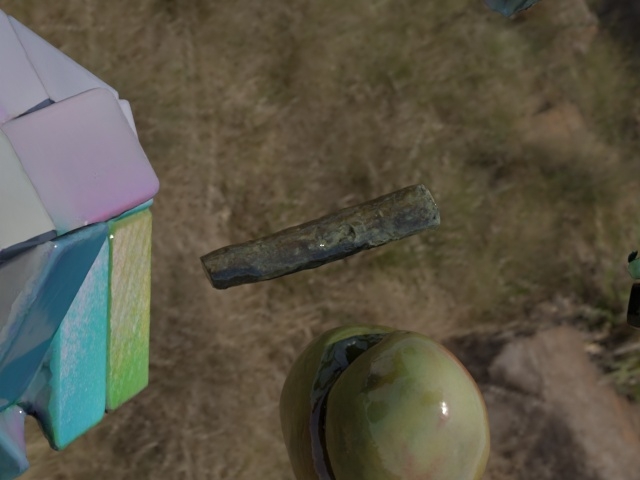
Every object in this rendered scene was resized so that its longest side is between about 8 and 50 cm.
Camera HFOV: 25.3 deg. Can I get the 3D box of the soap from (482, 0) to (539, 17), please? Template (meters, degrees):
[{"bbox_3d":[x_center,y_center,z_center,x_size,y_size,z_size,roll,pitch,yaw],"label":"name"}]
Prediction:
[{"bbox_3d":[0.200,-0.325,1.192,0.109,0.324,0.193,-37,79,-24],"label":"soap"}]

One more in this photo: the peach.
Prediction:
[{"bbox_3d":[0.087,0.247,1.871,0.292,0.292,0.247,55,49,-17],"label":"peach"}]

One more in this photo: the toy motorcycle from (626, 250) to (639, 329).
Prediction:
[{"bbox_3d":[0.423,0.049,1.447,0.331,0.125,0.196,-3,98,-57],"label":"toy motorcycle"}]

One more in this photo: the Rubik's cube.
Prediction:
[{"bbox_3d":[-0.291,0.012,1.044,0.387,0.358,0.368,34,34,-54],"label":"Rubik's cube"}]

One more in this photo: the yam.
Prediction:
[{"bbox_3d":[0.000,0.000,1.619,0.061,0.274,0.061,162,-90,-81],"label":"yam"}]
